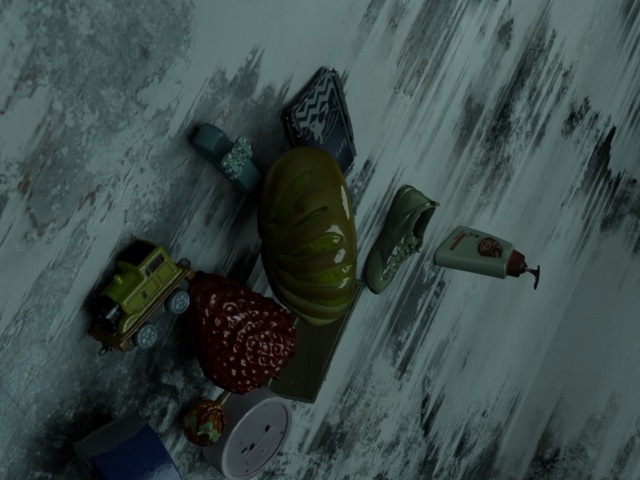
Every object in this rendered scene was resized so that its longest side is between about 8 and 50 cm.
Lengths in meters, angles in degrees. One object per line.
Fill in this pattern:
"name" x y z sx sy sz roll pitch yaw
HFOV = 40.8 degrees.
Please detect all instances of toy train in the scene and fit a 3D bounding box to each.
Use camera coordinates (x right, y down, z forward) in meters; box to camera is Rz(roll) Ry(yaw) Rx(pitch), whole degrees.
"toy train" -0.295 0.090 1.392 0.219 0.089 0.127 -49 133 -27

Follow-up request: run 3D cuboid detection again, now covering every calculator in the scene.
"calculator" 0.009 -0.202 1.727 0.166 0.028 0.274 -53 147 -28

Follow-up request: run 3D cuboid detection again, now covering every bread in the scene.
"bread" -0.031 -0.004 1.570 0.159 0.333 0.333 -9 123 -11

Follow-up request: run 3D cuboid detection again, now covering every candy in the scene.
"candy" -0.162 0.273 1.664 0.078 0.084 0.288 41 81 -17

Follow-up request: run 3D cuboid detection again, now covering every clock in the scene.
"clock" -0.150 0.396 1.780 0.196 0.068 0.197 -30 134 -36

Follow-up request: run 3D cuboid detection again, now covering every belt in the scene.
"belt" -0.144 -0.133 1.474 0.065 0.100 0.179 -59 149 -8
"belt" -0.300 0.456 1.458 0.117 0.212 0.347 -29 123 -28

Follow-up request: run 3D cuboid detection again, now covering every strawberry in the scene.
"strawberry" -0.159 0.148 1.550 0.205 0.205 0.244 -51 123 -26

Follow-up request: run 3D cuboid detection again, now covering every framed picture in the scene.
"framed picture" -0.012 0.214 1.941 0.232 0.024 0.315 29 82 -58

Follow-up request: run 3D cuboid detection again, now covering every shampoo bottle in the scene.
"shampoo bottle" 0.466 0.052 2.314 0.153 0.284 0.071 -43 138 -37

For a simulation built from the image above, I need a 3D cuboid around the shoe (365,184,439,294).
"shoe" 0.193 0.006 2.057 0.103 0.098 0.275 22 91 -54
